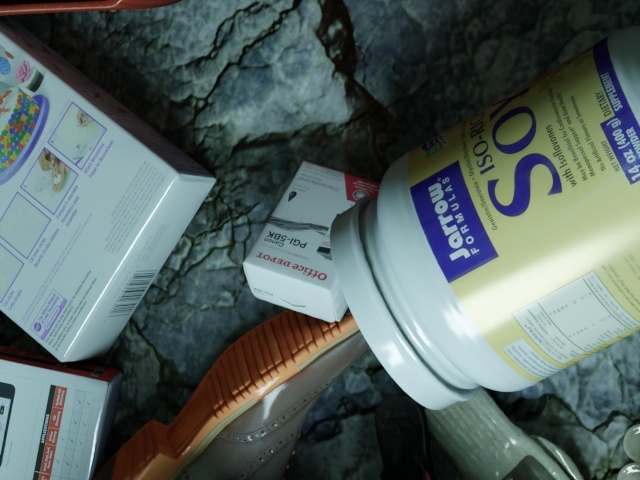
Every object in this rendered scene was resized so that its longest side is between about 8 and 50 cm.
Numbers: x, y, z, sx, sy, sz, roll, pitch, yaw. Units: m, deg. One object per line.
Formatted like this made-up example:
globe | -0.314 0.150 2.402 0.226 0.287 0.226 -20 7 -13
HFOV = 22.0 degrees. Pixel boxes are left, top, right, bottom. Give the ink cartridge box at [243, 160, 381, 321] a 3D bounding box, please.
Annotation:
ink cartridge box | 0.000 0.000 1.597 0.099 0.056 0.135 17 59 21

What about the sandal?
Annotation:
sandal | 0.083 0.236 1.555 0.067 0.040 0.179 -13 91 22

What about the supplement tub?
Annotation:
supplement tub | 0.200 -0.013 1.451 0.331 0.241 0.241 -30 79 19

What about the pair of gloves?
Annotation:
pair of gloves | 0.142 0.270 1.581 0.204 0.042 0.240 43 110 12

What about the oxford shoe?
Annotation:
oxford shoe | -0.068 0.191 1.648 0.363 0.130 0.133 -40 108 11

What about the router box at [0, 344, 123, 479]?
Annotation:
router box | -0.389 0.271 1.730 0.301 0.082 0.336 12 95 3

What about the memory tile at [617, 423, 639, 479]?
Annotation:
memory tile | 0.325 0.250 1.521 0.113 0.012 0.148 12 94 22

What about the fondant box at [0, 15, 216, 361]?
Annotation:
fondant box | -0.306 -0.064 1.741 0.330 0.096 0.238 38 104 18

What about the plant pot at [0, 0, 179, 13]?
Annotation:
plant pot | -0.252 -0.346 1.645 0.267 0.235 0.267 1 90 23
